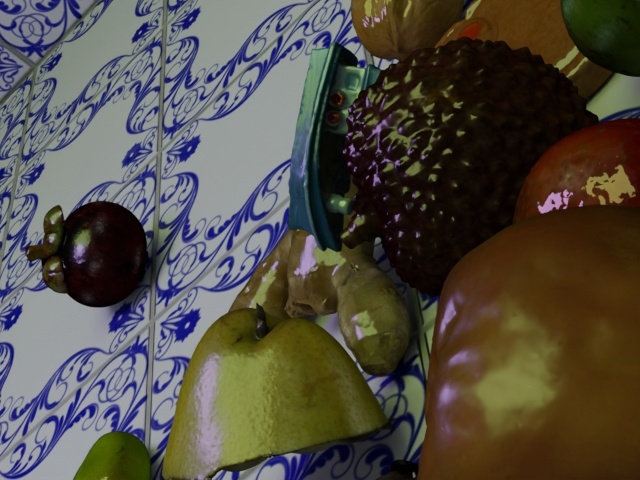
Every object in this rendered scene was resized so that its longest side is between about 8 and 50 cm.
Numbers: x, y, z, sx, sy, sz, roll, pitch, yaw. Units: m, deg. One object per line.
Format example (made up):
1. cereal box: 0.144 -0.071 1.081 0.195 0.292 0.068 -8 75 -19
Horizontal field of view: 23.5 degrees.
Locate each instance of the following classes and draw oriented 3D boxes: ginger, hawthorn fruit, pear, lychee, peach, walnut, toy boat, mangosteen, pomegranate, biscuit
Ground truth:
1. ginger: 0.006 0.006 1.933 0.363 0.122 0.348 -17 58 61
2. hawthorn fruit: 0.301 -0.025 1.417 0.253 0.205 0.205 -45 24 48
3. pear: -0.065 0.161 1.710 0.267 0.267 0.178 -20 82 48
4. lychee: 0.155 -0.074 1.652 0.304 0.275 0.275 -30 28 -1
5. peach: 0.233 0.143 1.222 0.343 0.302 0.342 7 -90 -88
6. walnut: 0.123 -0.337 2.166 0.159 0.159 0.206 -29 33 39
7. toy boat: 0.023 -0.104 1.770 0.098 0.109 0.237 9 88 19
8. mangosteen: -0.379 0.019 2.498 0.200 0.200 0.200 -39 29 27
9. pomegranate: 0.327 -0.273 1.680 0.159 0.241 0.190 110 -176 -54
10. biscuit: 0.215 -0.197 1.946 0.455 0.078 0.349 -47 30 12

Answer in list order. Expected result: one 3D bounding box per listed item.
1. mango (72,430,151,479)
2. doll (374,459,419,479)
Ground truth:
1. mango: -0.282 0.322 2.079 0.117 0.089 0.163 -34 31 34
2. doll: 0.065 0.326 1.475 0.182 0.117 0.257 -24 38 48
